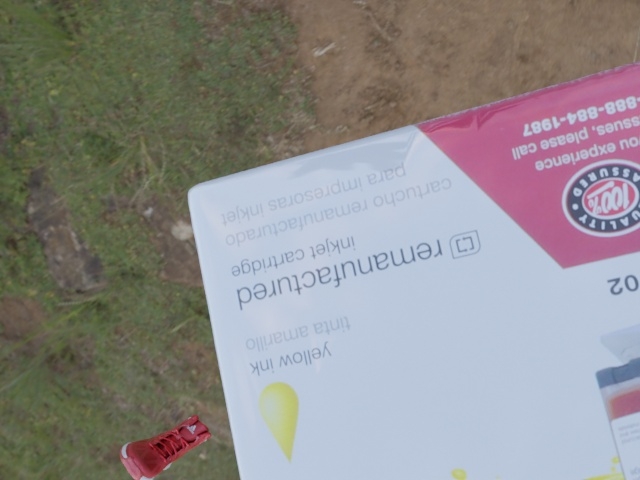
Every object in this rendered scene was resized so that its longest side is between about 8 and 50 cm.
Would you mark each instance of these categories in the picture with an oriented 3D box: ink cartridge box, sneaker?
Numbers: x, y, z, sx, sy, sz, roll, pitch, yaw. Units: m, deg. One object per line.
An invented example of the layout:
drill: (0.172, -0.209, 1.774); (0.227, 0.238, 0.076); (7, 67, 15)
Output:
ink cartridge box: (0.111, 0.131, 0.455); (0.279, 0.160, 0.385); (-14, 80, 11)
sneaker: (-0.280, 0.369, 1.510); (0.128, 0.221, 0.087); (-38, 86, 1)
